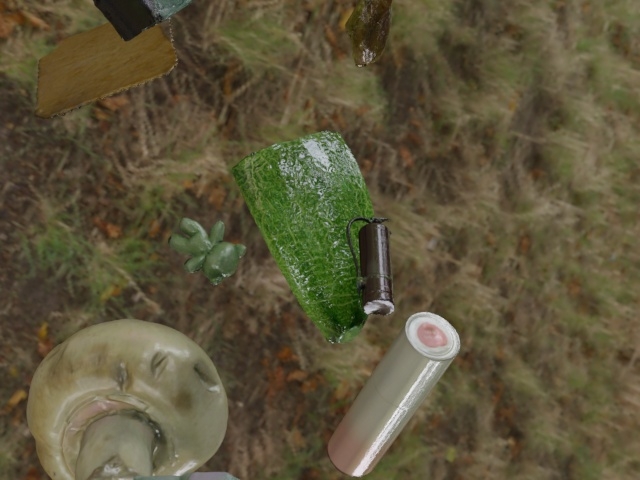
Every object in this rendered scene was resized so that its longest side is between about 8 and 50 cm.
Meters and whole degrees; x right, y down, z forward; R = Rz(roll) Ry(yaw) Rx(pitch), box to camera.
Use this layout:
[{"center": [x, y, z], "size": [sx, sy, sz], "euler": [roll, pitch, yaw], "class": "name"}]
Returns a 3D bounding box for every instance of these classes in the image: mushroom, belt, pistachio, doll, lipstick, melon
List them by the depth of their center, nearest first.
[{"center": [-0.151, -0.241, 0.969], "size": [0.058, 0.140, 0.105], "euler": [53, 36, -24], "class": "belt"}, {"center": [0.104, 0.239, 1.581], "size": [0.087, 0.087, 0.327], "euler": [-32, 158, -43], "class": "lipstick"}, {"center": [0.000, 0.000, 1.652], "size": [0.196, 0.324, 0.124], "euler": [-19, 169, -17], "class": "melon"}, {"center": [-0.330, 0.330, 1.825], "size": [0.353, 0.353, 0.325], "euler": [-49, 154, -25], "class": "mushroom"}, {"center": [0.090, -0.388, 1.933], "size": [0.089, 0.049, 0.173], "euler": [-6, 128, -17], "class": "pistachio"}, {"center": [-0.215, 0.017, 1.975], "size": [0.115, 0.150, 0.077], "euler": [-51, 161, -8], "class": "doll"}]

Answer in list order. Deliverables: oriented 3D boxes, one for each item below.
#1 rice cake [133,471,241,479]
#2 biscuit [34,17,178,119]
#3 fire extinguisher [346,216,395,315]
[{"center": [-0.062, 0.219, 0.489], "size": [0.040, 0.085, 0.226], "euler": [24, 55, -42], "class": "rice cake"}, {"center": [-0.341, -0.288, 1.658], "size": [0.236, 0.232, 0.013], "euler": [-19, 131, 3], "class": "biscuit"}, {"center": [0.068, 0.022, 1.396], "size": [0.078, 0.045, 0.157], "euler": [25, 47, -30], "class": "fire extinguisher"}]
